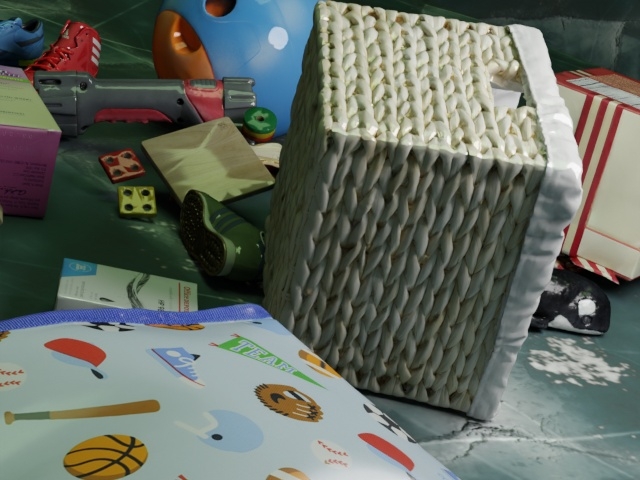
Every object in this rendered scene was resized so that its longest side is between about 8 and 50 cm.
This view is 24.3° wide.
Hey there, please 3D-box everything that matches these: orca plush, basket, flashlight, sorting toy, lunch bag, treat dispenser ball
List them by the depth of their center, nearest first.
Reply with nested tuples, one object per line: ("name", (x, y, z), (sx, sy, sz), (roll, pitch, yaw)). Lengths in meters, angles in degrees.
("lunch bag", (-0.118, 0.206, 0.969), (0.385, 0.239, 0.328), (4, 23, -47))
("basket", (0.094, -0.045, 1.591), (0.266, 0.331, 0.328), (10, 33, -8))
("orca plush", (0.241, 0.027, 1.894), (0.287, 0.102, 0.151), (23, 17, 20))
("sorting toy", (-0.157, -0.085, 1.943), (0.274, 0.046, 0.132), (-20, 57, -28))
("flashlight", (-0.242, -0.178, 2.068), (0.304, 0.103, 0.103), (-2, -15, -6))
("treat dispenser ball", (-0.110, -0.293, 2.244), (0.288, 0.288, 0.288), (13, 20, -5))

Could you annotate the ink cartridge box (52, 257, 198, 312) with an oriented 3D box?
("ink cartridge box", (-0.182, 0.078, 1.519), (0.180, 0.060, 0.104), (11, 19, -10))

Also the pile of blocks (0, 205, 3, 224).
("pile of blocks", (-0.507, -0.064, 1.540), (0.362, 0.149, 0.112), (10, 20, -16))

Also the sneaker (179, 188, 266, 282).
("sneaker", (-0.109, 0.001, 1.794), (0.086, 0.064, 0.192), (14, 18, -25))

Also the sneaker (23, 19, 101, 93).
("sneaker", (-0.404, -0.264, 2.188), (0.087, 0.128, 0.221), (22, 20, 19))

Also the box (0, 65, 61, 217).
("box", (-0.455, -0.134, 1.817), (0.213, 0.117, 0.243), (5, 23, -26))

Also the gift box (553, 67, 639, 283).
("gift box", (0.421, -0.077, 2.091), (0.276, 0.258, 0.255), (29, 24, 32))

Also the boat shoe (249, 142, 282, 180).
("boat shoe", (-0.101, -0.096, 2.057), (0.170, 0.063, 0.059), (-14, 58, -44))

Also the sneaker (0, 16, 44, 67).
("sneaker", (-0.515, -0.312, 2.312), (0.069, 0.082, 0.209), (29, 25, 28))
